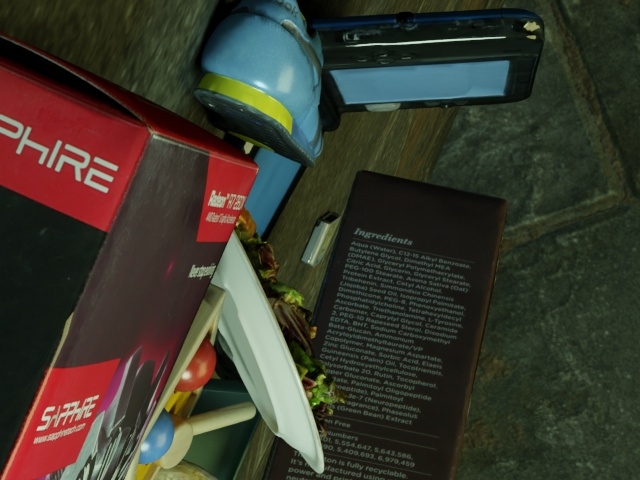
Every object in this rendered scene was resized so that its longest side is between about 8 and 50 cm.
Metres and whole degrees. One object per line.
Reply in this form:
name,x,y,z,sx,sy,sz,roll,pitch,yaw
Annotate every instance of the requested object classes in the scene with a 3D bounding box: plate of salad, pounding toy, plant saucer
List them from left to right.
pounding toy,-0.097,0.088,0.976,0.141,0.100,0.130,106,10,-54
plant saucer,-0.093,0.165,1.485,0.192,0.067,0.018,112,-21,-53
plate of salad,-0.032,0.039,1.033,0.048,0.199,0.200,-23,164,-10

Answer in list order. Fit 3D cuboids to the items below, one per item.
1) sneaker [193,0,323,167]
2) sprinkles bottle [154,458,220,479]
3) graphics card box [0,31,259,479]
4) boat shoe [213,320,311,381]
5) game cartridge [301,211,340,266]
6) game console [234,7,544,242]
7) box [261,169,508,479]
sneaker,-0.024,-0.096,1.049,0.209,0.069,0.082,65,45,-82
sprinkles bottle,-0.122,0.268,1.369,0.355,0.121,0.121,101,15,-66
graphics card box,-0.147,0.112,0.669,0.233,0.094,0.370,10,105,-84
boat shoe,-0.054,0.096,1.494,0.076,0.083,0.226,-30,167,8
game cartridge,0.000,0.000,1.908,0.056,0.017,0.083,-63,175,12
game console,0.034,-0.054,1.294,0.293,0.250,0.173,35,52,-84
box,0.046,0.144,1.404,0.381,0.143,0.191,-75,174,-45
